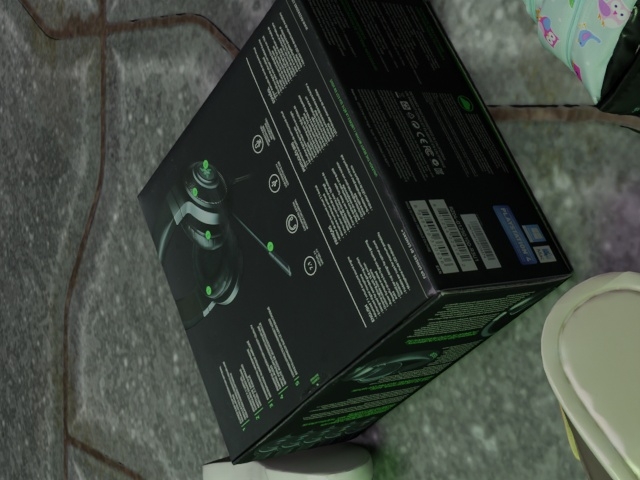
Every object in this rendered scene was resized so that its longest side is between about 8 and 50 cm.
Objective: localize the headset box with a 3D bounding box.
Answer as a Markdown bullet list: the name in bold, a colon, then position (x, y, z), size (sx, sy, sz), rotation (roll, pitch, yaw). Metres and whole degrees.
- **headset box**: position (0.000, 0.000, 0.760), size (0.283, 0.131, 0.246), rotation (-47, 58, 42)

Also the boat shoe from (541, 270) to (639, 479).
- **boat shoe**: position (0.218, 0.170, 0.532), size (0.117, 0.097, 0.324), rotation (-29, 68, 4)

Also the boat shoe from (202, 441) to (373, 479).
- **boat shoe**: position (-0.024, 0.216, 0.856), size (0.227, 0.079, 0.081), rotation (-19, 84, 56)

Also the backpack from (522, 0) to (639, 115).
- **backpack**: position (0.187, -0.154, 0.528), size (0.115, 0.152, 0.182), rotation (64, 148, 33)
